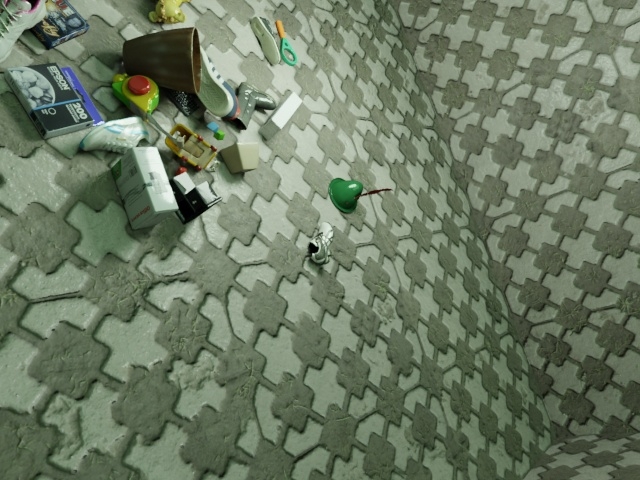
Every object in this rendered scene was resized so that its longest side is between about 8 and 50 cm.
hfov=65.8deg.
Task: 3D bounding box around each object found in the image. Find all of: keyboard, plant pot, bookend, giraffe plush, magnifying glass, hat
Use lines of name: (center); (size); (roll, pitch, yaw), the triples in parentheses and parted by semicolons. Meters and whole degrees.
keyboard: (-0.513, -0.544, 1.793); (0.180, 0.023, 0.108); (49, 43, -17)
plant pot: (-0.293, -0.304, 1.844); (0.109, 0.109, 0.096); (-16, 95, -48)
bookend: (-0.421, -0.155, 1.592); (0.156, 0.157, 0.072); (58, 41, -8)
plant pot: (-0.529, -0.603, 1.656); (0.231, 0.215, 0.215); (0, 66, -5)
giraffe plush: (-0.551, -0.885, 1.837); (0.210, 0.182, 0.170); (-5, 95, -57)
magnifying glass: (-0.167, -0.932, 2.337); (0.092, 0.026, 0.230); (-7, 76, -47)
hat: (0.170, -0.240, 2.216); (0.209, 0.184, 0.172); (-26, 89, -49)

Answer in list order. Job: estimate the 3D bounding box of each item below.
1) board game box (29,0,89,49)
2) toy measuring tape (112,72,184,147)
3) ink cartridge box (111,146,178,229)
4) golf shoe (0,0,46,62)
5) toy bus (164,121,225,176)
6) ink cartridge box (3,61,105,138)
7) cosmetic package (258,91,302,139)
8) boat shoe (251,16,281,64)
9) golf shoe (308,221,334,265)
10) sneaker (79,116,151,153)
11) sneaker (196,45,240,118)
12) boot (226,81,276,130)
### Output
board game box: (-0.859, -0.721, 1.511); (0.243, 0.042, 0.165); (48, 44, -17)
toy measuring tape: (-0.537, -0.437, 1.603); (0.330, 0.121, 0.121); (40, 42, 6)
ink cartridge box: (-0.529, -0.156, 1.487); (0.087, 0.153, 0.208); (-14, 82, -49)
golf shoe: (-0.865, -0.602, 1.349); (0.115, 0.140, 0.306); (35, 63, -27)
toy bus: (-0.438, -0.318, 1.690); (0.104, 0.202, 0.191); (40, 46, 18)
ink cartridge box: (-0.768, -0.419, 1.455); (0.208, 0.045, 0.206); (-37, 98, -49)
cosmetic package: (-0.167, -0.526, 2.080); (0.060, 0.099, 0.239); (46, 44, -20)
boat shoe: (-0.225, -0.896, 2.215); (0.079, 0.084, 0.233); (-20, 83, -48)
golf shoe: (0.000, 0.000, 2.007); (0.094, 0.077, 0.198); (27, 52, -34)
sneaker: (-0.623, -0.312, 1.518); (0.229, 0.087, 0.092); (-35, 98, -46)
sneaker: (-0.418, -0.588, 1.849); (0.349, 0.131, 0.148); (59, 13, 12)
boot: (-0.277, -0.523, 1.984); (0.190, 0.076, 0.208); (23, 48, -20)
